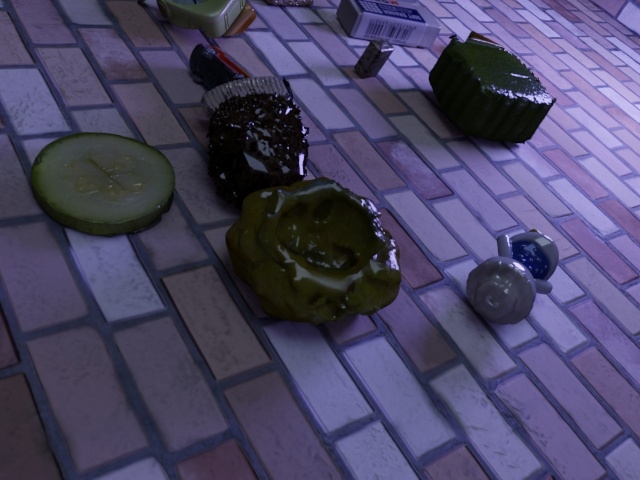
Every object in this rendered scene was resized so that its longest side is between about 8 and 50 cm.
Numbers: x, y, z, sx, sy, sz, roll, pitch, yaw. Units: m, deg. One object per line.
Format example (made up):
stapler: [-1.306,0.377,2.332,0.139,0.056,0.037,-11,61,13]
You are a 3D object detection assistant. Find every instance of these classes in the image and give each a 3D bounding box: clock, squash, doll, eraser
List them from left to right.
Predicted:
squash: [-0.342,-0.096,0.981,0.219,0.041,0.219,14,42,-13]
clock: [-0.302,-0.560,1.432,0.232,0.069,0.170,19,59,11]
eraser: [0.194,-0.624,1.765,0.278,0.081,0.124,-1,47,-27]
doll: [0.355,0.060,1.123,0.138,0.119,0.293,52,40,5]

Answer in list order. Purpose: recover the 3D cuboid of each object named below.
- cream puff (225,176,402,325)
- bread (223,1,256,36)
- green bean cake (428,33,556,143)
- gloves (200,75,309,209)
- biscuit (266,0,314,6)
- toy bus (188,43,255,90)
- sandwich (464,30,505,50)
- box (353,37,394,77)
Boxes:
cream puff: [0.001,0.001,0.946,0.281,0.185,0.282,16,40,-14]
bread: [-0.203,-0.527,1.498,0.049,0.103,0.062,44,0,4]
green bean cake: [0.420,-0.370,1.558,0.249,0.156,0.247,-1,49,-28]
gloves: [-0.119,-0.185,1.116,0.210,0.135,0.312,4,48,-32]
biscuit: [-0.088,-0.686,1.700,0.168,0.070,0.082,-18,49,-36]
toy bus: [-0.193,-0.336,1.282,0.174,0.079,0.077,44,36,21]
sandwich: [0.480,-0.559,1.847,0.116,0.074,0.074,27,39,0]
box: [0.133,-0.453,1.544,0.062,0.098,0.045,-21,69,-42]
